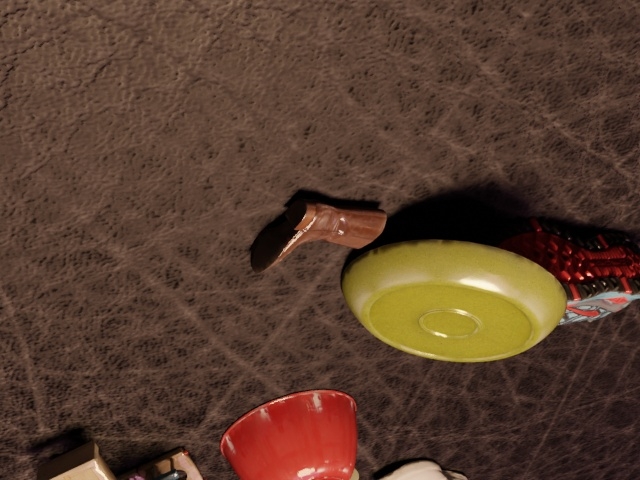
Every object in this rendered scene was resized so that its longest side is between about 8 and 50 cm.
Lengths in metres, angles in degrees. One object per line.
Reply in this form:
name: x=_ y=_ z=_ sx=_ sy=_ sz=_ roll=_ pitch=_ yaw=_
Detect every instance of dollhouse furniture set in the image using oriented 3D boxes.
dollhouse furniture set: x=-0.226 y=0.285 z=1.500 sx=0.129 sy=0.129 sz=0.184 roll=-26 pitch=118 yaw=5

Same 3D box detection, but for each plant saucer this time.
plant saucer: x=0.138 y=0.074 z=1.349 sx=0.240 sy=0.037 sz=0.241 roll=7 pitch=151 yaw=4

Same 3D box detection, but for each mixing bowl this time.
mixing bowl: x=-0.026 y=0.275 z=1.593 sx=0.181 sy=0.098 sz=0.181 roll=-15 pitch=148 yaw=-10

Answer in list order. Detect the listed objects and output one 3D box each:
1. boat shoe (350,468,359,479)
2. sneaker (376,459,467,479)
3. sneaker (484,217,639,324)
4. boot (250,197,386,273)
boat shoe: x=-0.012 y=0.344 z=1.754 sx=0.137 sy=0.049 sz=0.043 roll=-11 pitch=149 yaw=-26
sneaker: x=0.166 y=0.383 z=1.873 sx=0.080 sy=0.094 sz=0.212 roll=-38 pitch=144 yaw=27
sneaker: x=0.261 y=0.057 z=1.433 sx=0.261 sy=0.104 sz=0.125 roll=8 pitch=140 yaw=-38
boot: x=0.000 y=0.000 z=1.259 sx=0.114 sy=0.037 sz=0.106 roll=5 pitch=142 yaw=-43
